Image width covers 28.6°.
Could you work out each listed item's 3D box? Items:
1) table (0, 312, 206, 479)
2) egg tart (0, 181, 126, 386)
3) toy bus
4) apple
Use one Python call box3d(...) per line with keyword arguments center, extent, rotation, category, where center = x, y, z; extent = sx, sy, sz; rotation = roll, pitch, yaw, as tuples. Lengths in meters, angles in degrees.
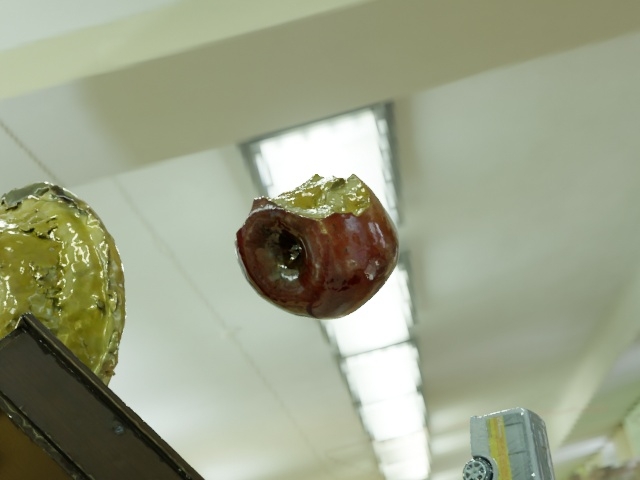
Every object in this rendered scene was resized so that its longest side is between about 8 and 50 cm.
box3d(center=(-0.271, 0.261, 1.021), extent=(0.282, 0.250, 0.196), rotation=(-41, -8, -44), category="table")
box3d(center=(-0.350, 0.093, 1.329), extent=(0.341, 0.341, 0.132), rotation=(-25, -26, 29), category="egg tart")
box3d(center=(0.174, 0.243, 1.095), extent=(0.075, 0.190, 0.064), rotation=(-20, -32, 21), category="toy bus")
box3d(center=(0.005, 0.005, 1.280), extent=(0.156, 0.147, 0.158), rotation=(-31, -2, 35), category="apple")
